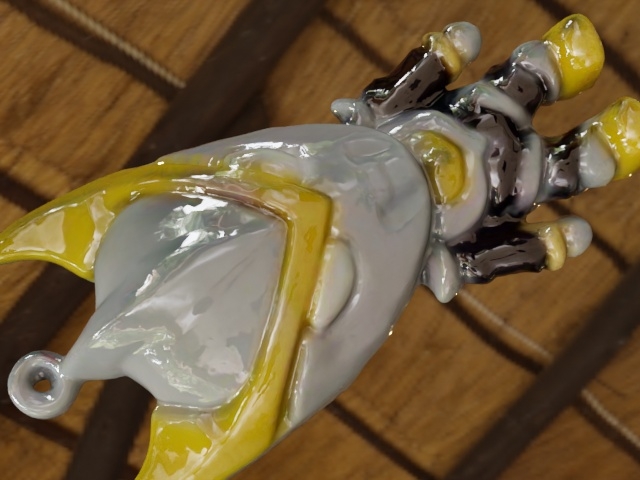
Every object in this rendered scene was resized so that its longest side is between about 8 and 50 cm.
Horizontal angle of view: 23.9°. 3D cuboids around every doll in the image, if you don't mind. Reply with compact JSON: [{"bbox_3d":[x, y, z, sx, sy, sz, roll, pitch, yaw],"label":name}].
[{"bbox_3d":[0.002,0.004,0.699,0.316,0.103,0.145,-27,-80,-7],"label":"doll"}]
